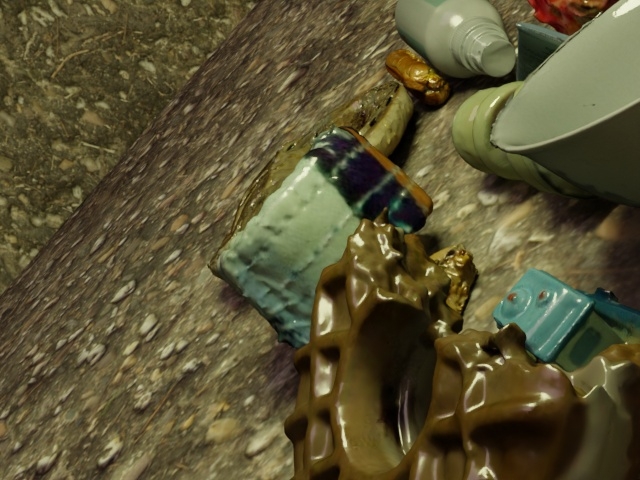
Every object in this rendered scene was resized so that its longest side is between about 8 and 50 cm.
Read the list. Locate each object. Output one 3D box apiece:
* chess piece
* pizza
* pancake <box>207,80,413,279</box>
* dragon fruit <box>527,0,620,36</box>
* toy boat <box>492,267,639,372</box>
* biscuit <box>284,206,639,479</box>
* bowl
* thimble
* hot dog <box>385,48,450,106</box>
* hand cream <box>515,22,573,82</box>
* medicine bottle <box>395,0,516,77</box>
[{"bbox_3d":[0.212,-0.108,1.082,0.133,0.133,0.243,-48,14,-8],"label":"chess piece"},{"bbox_3d":[0.073,0.091,1.039,0.188,0.062,0.199,-40,22,20],"label":"pizza"},{"bbox_3d":[-0.016,-0.083,1.501,0.387,0.082,0.387,-39,15,13],"label":"pancake"},{"bbox_3d":[0.332,-0.363,1.093,0.386,0.249,0.371,-63,21,-2],"label":"dragon fruit"},{"bbox_3d":[0.201,0.084,0.756,0.109,0.098,0.238,-48,21,0],"label":"toy boat"},{"bbox_3d":[0.074,0.142,0.755,0.366,0.115,0.268,-137,64,-66],"label":"biscuit"},{"bbox_3d":[0.311,-0.120,0.808,0.345,0.157,0.345,-39,10,8],"label":"bowl"},{"bbox_3d":[0.000,0.000,1.158,0.237,0.150,0.237,-47,-1,-1],"label":"thimble"},{"bbox_3d":[0.135,-0.229,1.509,0.045,0.071,0.165,-45,21,6],"label":"hot dog"},{"bbox_3d":[0.236,-0.180,1.113,0.256,0.088,0.055,5,-71,-82],"label":"hand cream"},{"bbox_3d":[0.187,-0.276,1.441,0.110,0.110,0.352,-42,21,7],"label":"medicine bottle"}]
